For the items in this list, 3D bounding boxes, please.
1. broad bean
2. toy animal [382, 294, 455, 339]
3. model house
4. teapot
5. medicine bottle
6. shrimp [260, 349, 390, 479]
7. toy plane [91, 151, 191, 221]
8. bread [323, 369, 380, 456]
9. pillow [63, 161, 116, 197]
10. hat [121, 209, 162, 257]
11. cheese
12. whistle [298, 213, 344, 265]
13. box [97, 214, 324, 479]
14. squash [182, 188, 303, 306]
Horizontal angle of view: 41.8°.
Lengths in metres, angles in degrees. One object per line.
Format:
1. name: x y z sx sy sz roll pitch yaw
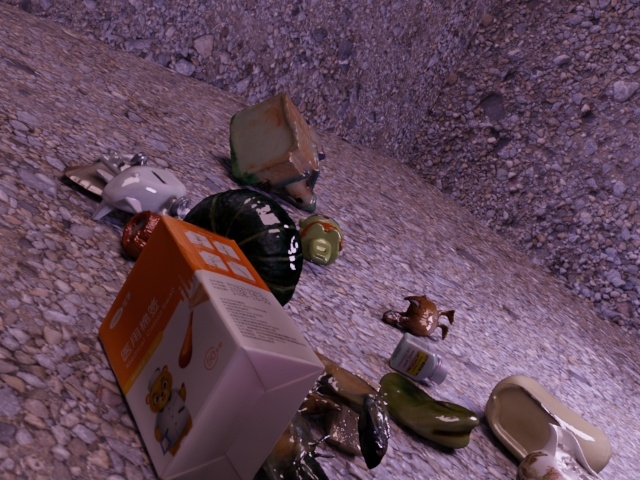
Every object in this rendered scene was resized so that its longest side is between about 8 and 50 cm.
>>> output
1. broad bean: 0.196 0.325 1.603 0.206 0.072 0.153 24 8 29
2. toy animal: 0.237 0.182 2.102 0.179 0.089 0.188 12 23 -8
3. model house: -0.114 -0.247 2.624 0.280 0.245 0.312 52 22 -48
4. teapot: 0.457 0.456 1.494 0.204 0.139 0.298 24 15 -27
5. medicine bottle: 0.216 0.261 1.805 0.118 0.074 0.055 30 14 -3
6. shrimp: -0.005 0.284 1.253 0.272 0.085 0.445 10 22 -18
7. toy plane: -0.378 -0.098 1.788 0.267 0.122 0.267 36 18 -14
8. bread: 0.040 0.309 1.430 0.077 0.105 0.152 28 47 -8
9. pillow: -0.484 -0.139 1.891 0.130 0.038 0.233 33 16 0
10. hat: -0.308 0.016 1.663 0.162 0.093 0.112 42 17 -31
11. cheese: 0.469 0.393 1.750 0.233 0.127 0.266 15 23 -52
12. whistle: 0.000 0.000 2.194 0.131 0.106 0.288 21 16 -5
13. box: -0.170 0.147 1.184 0.143 0.225 0.341 20 19 -39
14. squash: -0.154 0.029 1.546 0.252 0.252 0.165 36 10 22
